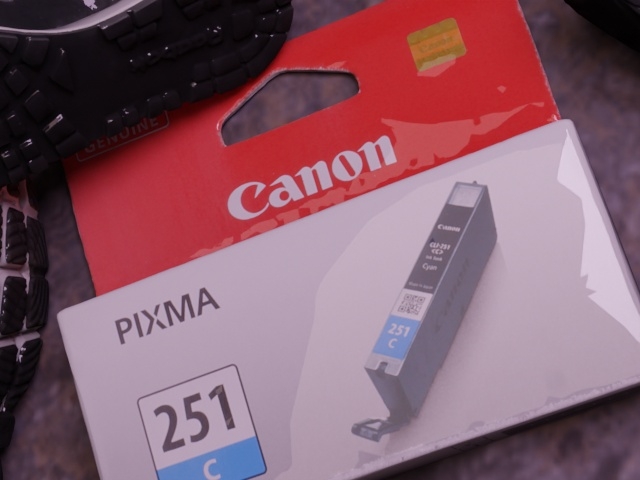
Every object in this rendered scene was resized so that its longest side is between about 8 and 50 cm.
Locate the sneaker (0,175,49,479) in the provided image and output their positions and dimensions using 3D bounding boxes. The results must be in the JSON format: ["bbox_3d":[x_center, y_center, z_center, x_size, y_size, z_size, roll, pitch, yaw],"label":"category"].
[{"bbox_3d":[-0.235,0.076,0.733,0.118,0.107,0.279,10,81,14],"label":"sneaker"}]

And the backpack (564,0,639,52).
[{"bbox_3d":[0.216,-0.172,0.657,0.152,0.115,0.182,33,88,9],"label":"backpack"}]

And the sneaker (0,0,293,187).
[{"bbox_3d":[-0.165,-0.113,0.720,0.283,0.107,0.124,-20,48,-28],"label":"sneaker"}]

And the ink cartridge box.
[{"bbox_3d":[0.000,0.000,0.708,0.296,0.066,0.261,-21,74,11],"label":"ink cartridge box"}]
